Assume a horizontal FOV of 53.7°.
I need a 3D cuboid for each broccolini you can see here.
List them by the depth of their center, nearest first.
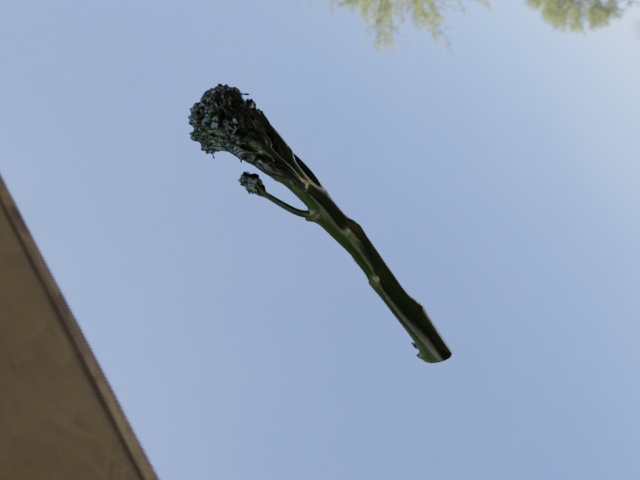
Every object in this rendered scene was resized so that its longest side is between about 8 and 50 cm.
[{"bbox_3d":[0.000,-0.002,0.683,0.392,0.074,0.079,52,-142,-10],"label":"broccolini"}]
